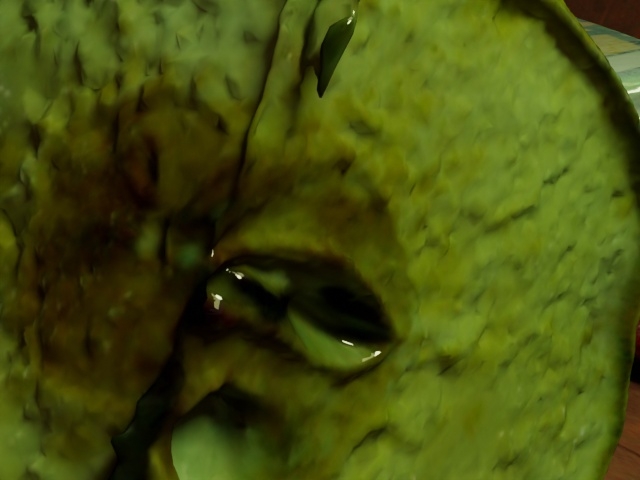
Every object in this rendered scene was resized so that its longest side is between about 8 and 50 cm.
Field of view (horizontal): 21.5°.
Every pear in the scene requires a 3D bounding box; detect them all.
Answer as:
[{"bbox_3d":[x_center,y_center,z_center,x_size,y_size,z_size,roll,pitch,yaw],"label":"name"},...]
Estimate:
[{"bbox_3d":[0.000,0.000,0.535,0.164,0.238,0.255,26,11,41],"label":"pear"}]

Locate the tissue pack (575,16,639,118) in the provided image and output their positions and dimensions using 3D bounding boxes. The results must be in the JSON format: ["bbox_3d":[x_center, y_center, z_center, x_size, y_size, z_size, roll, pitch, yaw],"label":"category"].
[{"bbox_3d":[0.121,-0.063,1.142,0.228,0.128,0.311,-13,15,-4],"label":"tissue pack"}]

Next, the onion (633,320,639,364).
[{"bbox_3d":[0.227,0.017,1.176,0.150,0.140,0.150,30,10,-6],"label":"onion"}]
